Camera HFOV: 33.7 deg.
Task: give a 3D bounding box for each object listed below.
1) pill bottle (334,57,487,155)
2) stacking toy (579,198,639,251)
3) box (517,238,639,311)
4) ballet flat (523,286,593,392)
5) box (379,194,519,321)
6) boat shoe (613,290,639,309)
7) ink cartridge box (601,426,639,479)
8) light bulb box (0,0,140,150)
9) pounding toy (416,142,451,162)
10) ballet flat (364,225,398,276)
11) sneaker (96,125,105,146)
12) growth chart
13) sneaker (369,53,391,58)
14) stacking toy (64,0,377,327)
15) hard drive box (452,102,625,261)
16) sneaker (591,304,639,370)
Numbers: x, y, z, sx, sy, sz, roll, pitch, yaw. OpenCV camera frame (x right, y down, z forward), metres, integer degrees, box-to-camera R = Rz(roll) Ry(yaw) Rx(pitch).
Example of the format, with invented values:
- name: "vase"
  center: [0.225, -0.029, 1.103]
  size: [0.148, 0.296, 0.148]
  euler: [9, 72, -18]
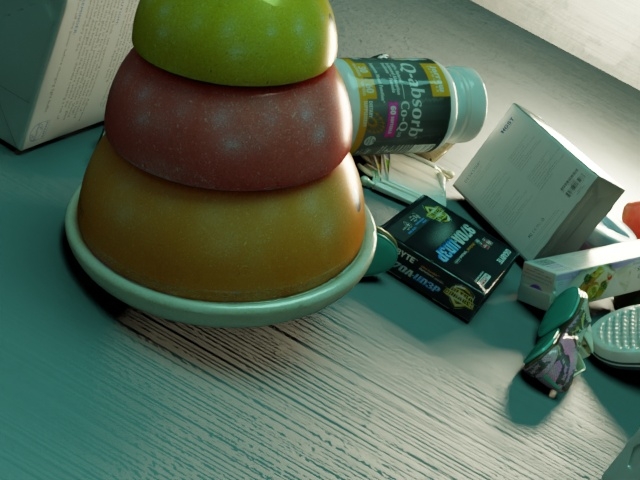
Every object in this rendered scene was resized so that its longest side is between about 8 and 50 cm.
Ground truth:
- name: "pill bottle"
  center: [0.127, -0.224, 1.756]
  size: [0.278, 0.162, 0.162]
  euler: [-6, 38, -27]
- name: "stacking toy"
  center: [0.478, -0.055, 1.880]
  size: [0.279, 0.130, 0.309]
  euler: [42, 28, 29]
- name: "box"
  center: [0.436, 0.050, 1.643]
  size: [0.324, 0.063, 0.067]
  euler: [-9, 24, -40]
- name: "ballet flat"
  center: [0.334, 0.142, 1.441]
  size: [0.079, 0.077, 0.221]
  euler: [50, 32, -2]
- name: "box"
  center: [0.180, 0.020, 1.533]
  size: [0.175, 0.051, 0.220]
  euler: [33, 25, 12]
- name: "boat shoe"
  center: [0.521, 0.116, 1.693]
  size: [0.049, 0.056, 0.152]
  euler: [46, 8, -23]
- name: "ink cartridge box"
  center: [0.440, 0.264, 1.214]
  size: [0.191, 0.139, 0.082]
  euler: [9, 32, -33]
- name: "light bulb box"
  center: [-0.406, -0.333, 1.425]
  size: [0.358, 0.225, 0.361]
  euler: [31, 26, 9]
- name: "pounding toy"
  center: [0.177, -0.202, 1.929]
  size: [0.130, 0.100, 0.141]
  euler: [45, 29, 4]
- name: "ballet flat"
  center: [0.000, 0.000, 1.366]
  size: [0.232, 0.080, 0.073]
  euler: [5, 22, -40]
- name: "sneaker"
  center: [-0.268, -0.119, 1.369]
  size: [0.044, 0.040, 0.109]
  euler: [23, 25, -14]
- name: "growth chart"
  center: [0.145, -0.112, 1.787]
  size: [0.172, 0.021, 0.237]
  euler: [26, 25, -1]
- name: "sneaker"
  center: [0.032, -0.313, 1.968]
  size: [0.162, 0.106, 0.281]
  euler: [25, 25, 3]
- name: "stacking toy"
  center: [-0.087, -0.181, 1.090]
  size: [0.351, 0.480, 0.350]
  euler: [6, 34, -4]
- name: "hard drive box"
  center: [0.355, -0.088, 1.748]
  size: [0.089, 0.181, 0.232]
  euler: [18, 26, -43]
- name: "sneaker"
  center: [0.541, 0.160, 1.558]
  size: [0.321, 0.127, 0.126]
  euler: [-10, 31, -16]
